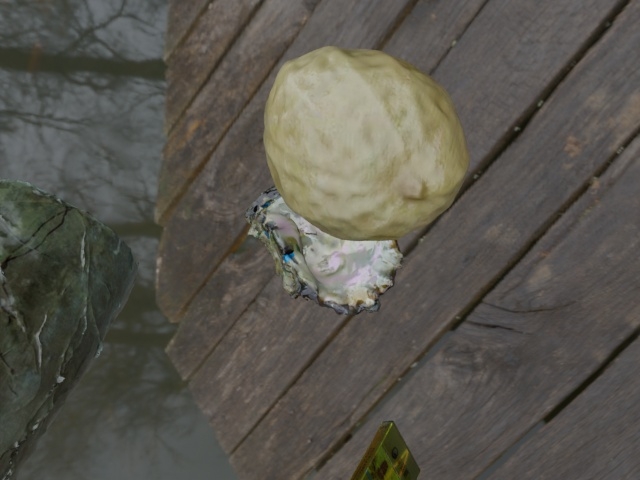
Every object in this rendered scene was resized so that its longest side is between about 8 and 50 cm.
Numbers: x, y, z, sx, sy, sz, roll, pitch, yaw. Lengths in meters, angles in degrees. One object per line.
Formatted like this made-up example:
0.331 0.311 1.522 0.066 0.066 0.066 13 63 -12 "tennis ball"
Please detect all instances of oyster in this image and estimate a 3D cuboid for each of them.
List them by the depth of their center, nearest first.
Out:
0.000 0.004 1.022 0.092 0.259 0.198 119 174 -66 "oyster"

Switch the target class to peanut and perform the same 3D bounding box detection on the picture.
0.032 -0.069 0.489 0.159 0.109 0.141 16 132 17 "peanut"

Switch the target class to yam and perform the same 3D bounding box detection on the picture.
-0.319 0.081 0.602 0.202 0.201 0.271 1 55 23 "yam"

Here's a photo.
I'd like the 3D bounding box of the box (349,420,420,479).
0.108 0.425 1.141 0.030 0.193 0.121 -17 108 37 "box"
